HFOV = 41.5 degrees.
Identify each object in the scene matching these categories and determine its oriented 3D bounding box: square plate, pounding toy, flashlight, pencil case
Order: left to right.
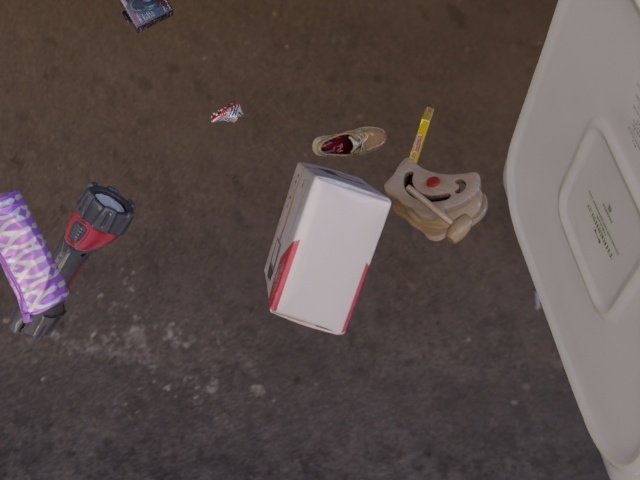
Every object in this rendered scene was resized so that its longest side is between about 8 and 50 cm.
[{"bbox_3d":[-0.478,0.020,1.343,0.088,0.086,0.206,-44,113,-53],"label":"pencil case"},{"bbox_3d":[-0.448,0.041,1.528,0.103,0.304,0.103,26,21,-26],"label":"flashlight"},{"bbox_3d":[0.245,-0.107,1.746,0.154,0.269,0.155,-38,133,-10],"label":"pounding toy"},{"bbox_3d":[0.196,-0.017,0.534,0.049,0.344,0.347,-8,57,-6],"label":"square plate"}]

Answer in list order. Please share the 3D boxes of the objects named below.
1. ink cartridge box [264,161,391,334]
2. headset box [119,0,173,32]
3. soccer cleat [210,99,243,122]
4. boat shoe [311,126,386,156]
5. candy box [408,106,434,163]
[{"bbox_3d":[0.000,0.000,1.397,0.131,0.306,0.226,17,97,-10],"label":"ink cartridge box"},{"bbox_3d":[-0.315,-0.417,1.515,0.083,0.032,0.062,-30,90,-12],"label":"headset box"},{"bbox_3d":[-0.177,-0.238,1.612,0.083,0.029,0.036,-45,110,-48],"label":"soccer cleat"},{"bbox_3d":[0.055,-0.168,1.478,0.135,0.045,0.050,-13,106,-9],"label":"boat shoe"},{"bbox_3d":[0.253,-0.240,2.219,0.027,0.206,0.105,20,30,7],"label":"candy box"}]
